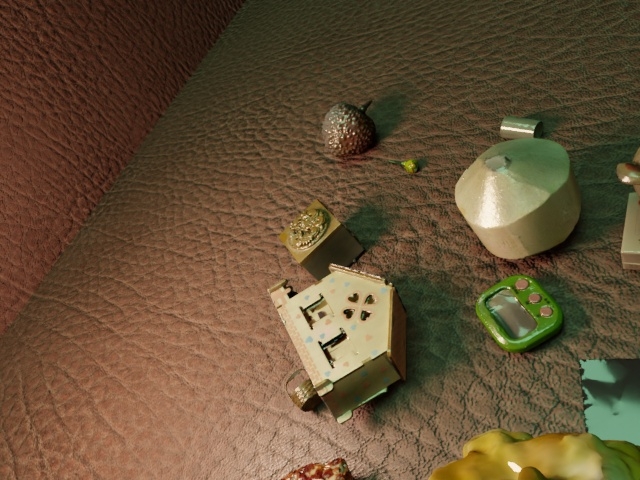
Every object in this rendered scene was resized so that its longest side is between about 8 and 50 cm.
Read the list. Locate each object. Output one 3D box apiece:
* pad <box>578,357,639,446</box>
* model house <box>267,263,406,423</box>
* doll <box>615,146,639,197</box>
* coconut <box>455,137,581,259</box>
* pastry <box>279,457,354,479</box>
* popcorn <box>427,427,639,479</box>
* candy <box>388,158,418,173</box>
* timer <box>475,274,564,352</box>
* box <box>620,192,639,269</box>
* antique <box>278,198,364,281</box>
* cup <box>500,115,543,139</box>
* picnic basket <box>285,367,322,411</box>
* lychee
[{"bbox_3d":[0.566,0.275,0.649,0.367,0.007,0.247,-11,50,31],"label":"pad"},{"bbox_3d":[0.063,0.180,1.011,0.244,0.169,0.326,-33,43,-1],"label":"model house"},{"bbox_3d":[0.631,-0.070,0.694,0.235,0.174,0.330,-20,39,-21],"label":"doll"},{"bbox_3d":[0.383,-0.089,0.935,0.241,0.241,0.241,-21,45,22],"label":"coconut"},{"bbox_3d":[-0.022,0.473,0.863,0.208,0.097,0.115,-24,27,21],"label":"pastry"},{"bbox_3d":[0.276,0.401,0.528,0.354,0.390,0.344,-58,-7,20],"label":"popcorn"},{"bbox_3d":[0.223,-0.209,1.311,0.035,0.035,0.123,-41,31,-14],"label":"candy"},{"bbox_3d":[0.367,0.135,0.889,0.128,0.047,0.140,-33,42,7],"label":"timer"},{"bbox_3d":[0.632,-0.015,0.806,0.201,0.058,0.141,2,57,38],"label":"box"},{"bbox_3d":[0.000,0.000,1.210,0.152,0.148,0.147,-44,39,1],"label":"antique"},{"bbox_3d":[0.487,-0.267,1.147,0.083,0.075,0.054,24,108,43],"label":"cup"},{"bbox_3d":[-0.037,0.316,1.023,0.072,0.072,0.083,-44,54,-3],"label":"picnic basket"},{"bbox_3d":[0.088,-0.337,1.417,0.197,0.165,0.165,-55,39,16],"label":"lychee"}]
